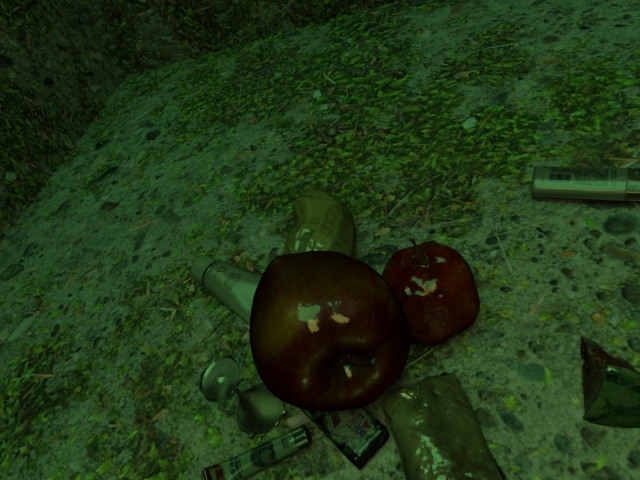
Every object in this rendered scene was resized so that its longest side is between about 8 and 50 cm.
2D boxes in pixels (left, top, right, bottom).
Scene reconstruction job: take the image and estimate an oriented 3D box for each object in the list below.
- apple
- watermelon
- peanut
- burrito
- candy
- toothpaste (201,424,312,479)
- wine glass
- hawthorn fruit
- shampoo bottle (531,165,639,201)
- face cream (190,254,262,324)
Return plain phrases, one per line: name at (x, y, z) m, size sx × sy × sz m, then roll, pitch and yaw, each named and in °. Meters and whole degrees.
apple at (0.005, 0.164, 0.813) m, size 0.288 × 0.288 × 0.317 m, roll -35°, pitch 33°, yaw -7°
watermelon at (0.501, 0.251, 0.739) m, size 0.097 × 0.121 × 0.158 m, roll 8°, pitch 10°, yaw 12°
peanut at (0.006, 0.001, 1.100) m, size 0.173 × 0.158 × 0.340 m, roll -6°, pitch 44°, yaw 19°
burrito at (0.215, 0.383, 0.711) m, size 0.174 × 0.107 × 0.348 m, roll -18°, pitch 44°, yaw 9°
candy at (-0.002, 0.323, 0.889) m, size 0.088 × 0.061 × 0.312 m, roll -43°, pitch 48°, yaw -18°
toothpaste at (-0.129, 0.440, 0.865) m, size 0.238 × 0.039 × 0.062 m, roll -28°, pitch 53°, yaw 3°
wine glass at (-0.159, 0.314, 0.884) m, size 0.122 × 0.183 × 0.122 m, roll -12°, pitch 47°, yaw 13°
hawthorn fruit at (0.213, 0.081, 0.872) m, size 0.207 × 0.243 × 0.208 m, roll -12°, pitch 42°, yaw 11°
shampoo bottle at (0.617, -0.134, 1.001) m, size 0.227 × 0.056 × 0.086 m, roll 6°, pitch 53°, yaw 28°
face cream at (-0.212, 0.132, 1.143) m, size 0.314 × 0.089 × 0.143 m, roll 25°, pitch 65°, yaw 26°
